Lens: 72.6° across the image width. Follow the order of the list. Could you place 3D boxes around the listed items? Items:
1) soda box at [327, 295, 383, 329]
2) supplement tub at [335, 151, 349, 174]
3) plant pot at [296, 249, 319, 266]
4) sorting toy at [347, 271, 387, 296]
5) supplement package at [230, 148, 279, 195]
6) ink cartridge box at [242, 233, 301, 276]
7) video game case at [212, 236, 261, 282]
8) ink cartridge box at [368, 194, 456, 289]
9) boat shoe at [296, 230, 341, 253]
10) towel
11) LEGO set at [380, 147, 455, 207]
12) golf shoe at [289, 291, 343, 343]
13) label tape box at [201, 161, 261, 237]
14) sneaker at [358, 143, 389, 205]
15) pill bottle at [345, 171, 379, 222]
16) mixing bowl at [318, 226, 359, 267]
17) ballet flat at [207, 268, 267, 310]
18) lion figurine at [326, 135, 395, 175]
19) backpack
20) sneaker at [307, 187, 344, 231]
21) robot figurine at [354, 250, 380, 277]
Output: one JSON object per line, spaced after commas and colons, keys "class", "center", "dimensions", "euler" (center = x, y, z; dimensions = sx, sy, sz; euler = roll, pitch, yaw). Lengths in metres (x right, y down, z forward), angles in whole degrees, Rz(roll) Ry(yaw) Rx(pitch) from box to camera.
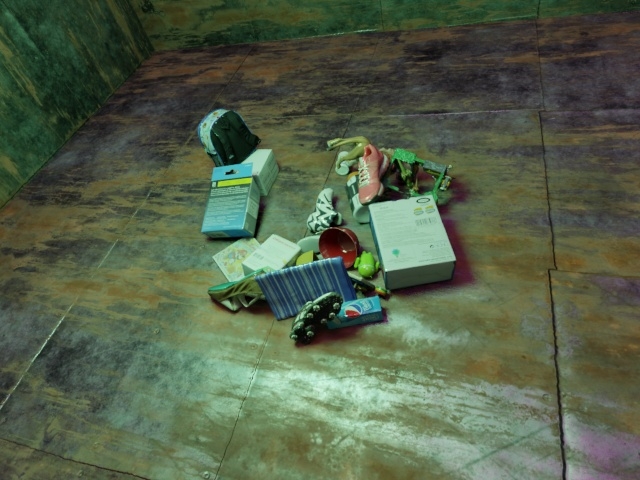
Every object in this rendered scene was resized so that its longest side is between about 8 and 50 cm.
{"class": "soda box", "center": [0.123, 0.270, 1.626], "dimensions": [0.210, 0.071, 0.067], "euler": [-12, 48, 5]}
{"class": "supplement tub", "center": [0.117, -0.390, 2.203], "dimensions": [0.071, 0.071, 0.107], "euler": [-1, 49, 15]}
{"class": "plant pot", "center": [-0.055, 0.102, 1.821], "dimensions": [0.083, 0.081, 0.081], "euler": [-14, 47, 18]}
{"class": "sorting toy", "center": [0.119, 0.155, 1.697], "dimensions": [0.274, 0.132, 0.046], "euler": [23, 85, 34]}
{"class": "supplement package", "center": [-0.380, -0.356, 2.263], "dimensions": [0.261, 0.145, 0.204], "euler": [5, 52, 19]}
{"class": "ink cartridge box", "center": [-0.200, 0.089, 1.828], "dimensions": [0.154, 0.093, 0.212], "euler": [25, 51, 22]}
{"class": "video game case", "center": [-0.348, 0.087, 1.949], "dimensions": [0.206, 0.026, 0.227], "euler": [-33, 49, -14]}
{"class": "ink cartridge box", "center": [0.347, -0.023, 1.732], "dimensions": [0.270, 0.151, 0.395], "euler": [-9, 55, 0]}
{"class": "boat shoe", "center": [0.000, 0.000, 1.896], "dimensions": [0.219, 0.078, 0.070], "euler": [-12, 28, -9]}
{"class": "towel", "center": [-0.047, 0.186, 1.624], "dimensions": [0.336, 0.243, 0.040], "euler": [-14, 37, 9]}
{"class": "LEGO set", "center": [0.424, -0.255, 1.963], "dimensions": [0.331, 0.192, 0.255], "euler": [14, 79, 20]}
{"class": "golf shoe", "center": [-0.024, 0.256, 1.585], "dimensions": [0.273, 0.105, 0.120], "euler": [-46, 27, 29]}
{"class": "label tape box", "center": [-0.412, -0.185, 2.058], "dimensions": [0.240, 0.106, 0.334], "euler": [-2, 70, 25]}
{"class": "sneaker", "center": [0.196, -0.281, 1.842], "dimensions": [0.116, 0.136, 0.314], "euler": [-19, 41, 39]}
{"class": "pill bottle", "center": [0.186, -0.207, 1.984], "dimensions": [0.130, 0.130, 0.246], "euler": [-15, 48, 3]}
{"class": "mixing bowl", "center": [0.093, 0.016, 1.810], "dimensions": [0.181, 0.181, 0.098], "euler": [17, 30, 28]}
{"class": "ballet flat", "center": [-0.326, 0.212, 1.754], "dimensions": [0.342, 0.124, 0.116], "euler": [-20, 1, 34]}
{"class": "lion figurine", "center": [0.205, -0.395, 2.020], "dimensions": [0.240, 0.392, 0.142], "euler": [-15, 78, 23]}
{"class": "backpack", "center": [-0.468, -0.510, 2.144], "dimensions": [0.213, 0.263, 0.276], "euler": [20, 60, 30]}
{"class": "sneaker", "center": [0.051, -0.132, 1.983], "dimensions": [0.153, 0.094, 0.235], "euler": [13, 55, 24]}
{"class": "robot figurine", "center": [0.186, 0.100, 1.759], "dimensions": [0.101, 0.067, 0.115], "euler": [14, 47, -13]}
